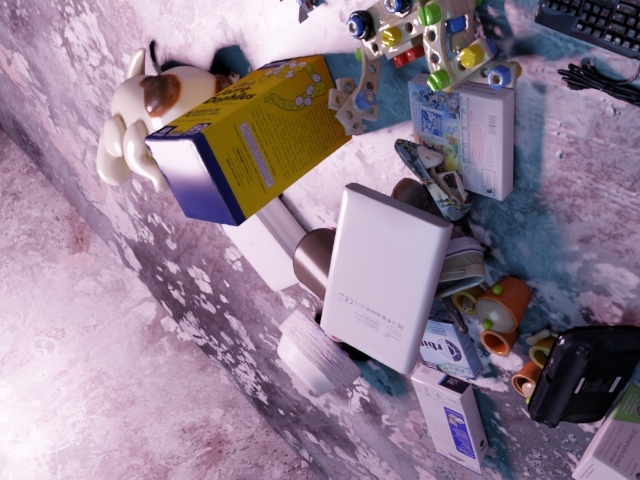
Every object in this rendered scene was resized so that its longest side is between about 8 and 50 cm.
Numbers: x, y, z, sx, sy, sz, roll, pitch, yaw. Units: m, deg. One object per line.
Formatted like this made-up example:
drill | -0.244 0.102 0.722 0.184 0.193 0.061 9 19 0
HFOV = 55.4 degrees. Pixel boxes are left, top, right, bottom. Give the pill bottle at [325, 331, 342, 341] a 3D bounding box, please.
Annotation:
pill bottle | 0.072 0.198 1.701 0.108 0.108 0.193 39 149 16

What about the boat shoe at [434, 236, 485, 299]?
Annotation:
boat shoe | 0.206 0.090 1.289 0.302 0.094 0.109 -30 137 32

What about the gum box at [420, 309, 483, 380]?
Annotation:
gum box | 0.308 0.256 1.530 0.157 0.041 0.184 4 128 50

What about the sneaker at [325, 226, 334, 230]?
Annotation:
sneaker | 0.000 0.000 1.620 0.047 0.057 0.119 57 148 -9

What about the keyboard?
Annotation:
keyboard | 0.431 -0.251 0.803 0.317 0.033 0.201 33 147 26

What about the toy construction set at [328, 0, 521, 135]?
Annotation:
toy construction set | 0.145 -0.301 0.999 0.328 0.151 0.214 -15 105 44

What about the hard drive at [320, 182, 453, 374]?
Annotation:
hard drive | 0.124 0.081 1.261 0.233 0.047 0.352 26 123 28

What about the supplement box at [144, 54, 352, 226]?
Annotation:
supplement box | -0.138 -0.212 1.256 0.194 0.356 0.195 10 132 47

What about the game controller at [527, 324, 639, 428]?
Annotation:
game controller | 0.514 0.269 1.190 0.319 0.167 0.067 88 172 -46

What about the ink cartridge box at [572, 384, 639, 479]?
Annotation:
ink cartridge box | 0.651 0.437 1.135 0.273 0.198 0.114 33 145 25

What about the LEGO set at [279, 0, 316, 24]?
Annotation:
LEGO set | -0.080 -0.525 1.125 0.244 0.060 0.182 36 151 20

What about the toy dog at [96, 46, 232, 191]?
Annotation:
toy dog | -0.377 -0.319 1.586 0.408 0.285 0.394 0 89 54

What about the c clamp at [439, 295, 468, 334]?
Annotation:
c clamp | 0.291 0.155 1.359 0.160 0.022 0.137 48 -163 -38

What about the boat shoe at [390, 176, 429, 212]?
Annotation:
boat shoe | 0.151 -0.019 1.344 0.116 0.123 0.324 37 146 24

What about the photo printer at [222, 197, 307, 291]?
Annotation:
photo printer | -0.151 -0.008 1.756 0.307 0.107 0.256 52 150 -7

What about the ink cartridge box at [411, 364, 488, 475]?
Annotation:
ink cartridge box | 0.371 0.506 1.713 0.166 0.065 0.332 15 135 44

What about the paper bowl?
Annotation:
paper bowl | -0.020 0.358 1.879 0.284 0.148 0.284 43 173 6

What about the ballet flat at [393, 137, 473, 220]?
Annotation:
ballet flat | 0.213 -0.124 1.120 0.188 0.070 0.070 50 150 -7

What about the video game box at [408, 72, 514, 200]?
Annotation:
video game box | 0.252 -0.185 1.091 0.187 0.048 0.205 22 141 35

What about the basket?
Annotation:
basket | 0.057 0.103 1.508 0.227 0.154 0.204 43 163 43

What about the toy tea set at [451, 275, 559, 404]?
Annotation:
toy tea set | 0.399 0.222 1.289 0.336 0.124 0.200 52 150 -6
